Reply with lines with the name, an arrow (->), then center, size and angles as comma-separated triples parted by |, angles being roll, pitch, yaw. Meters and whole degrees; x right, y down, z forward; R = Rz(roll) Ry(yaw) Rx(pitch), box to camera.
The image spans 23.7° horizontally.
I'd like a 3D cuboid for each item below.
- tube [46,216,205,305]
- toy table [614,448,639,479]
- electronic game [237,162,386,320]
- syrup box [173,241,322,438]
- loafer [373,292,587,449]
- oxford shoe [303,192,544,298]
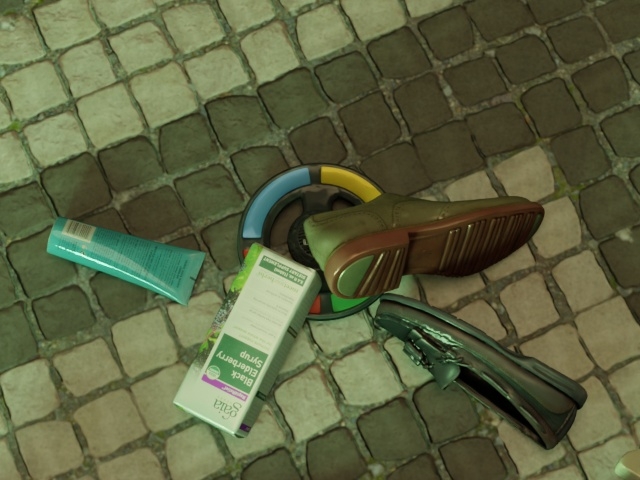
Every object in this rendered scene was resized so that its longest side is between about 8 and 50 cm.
tube -> -0.267, 0.022, 2.086 | 0.207, 0.052, 0.080 | 18, 75, 0
toy table -> 0.514, 0.300, 1.900 | 0.274, 0.252, 0.161 | 26, 55, 21
electronic game -> 0.000, 0.000, 2.094 | 0.229, 0.048, 0.229 | 0, 70, -1
syrup box -> -0.093, 0.133, 1.997 | 0.093, 0.096, 0.237 | 25, 82, 10
loafer -> 0.199, 0.170, 2.006 | 0.302, 0.109, 0.095 | 27, 76, 6
oxford shoe -> 0.142, -0.025, 2.040 | 0.348, 0.123, 0.130 | -10, 48, -30
